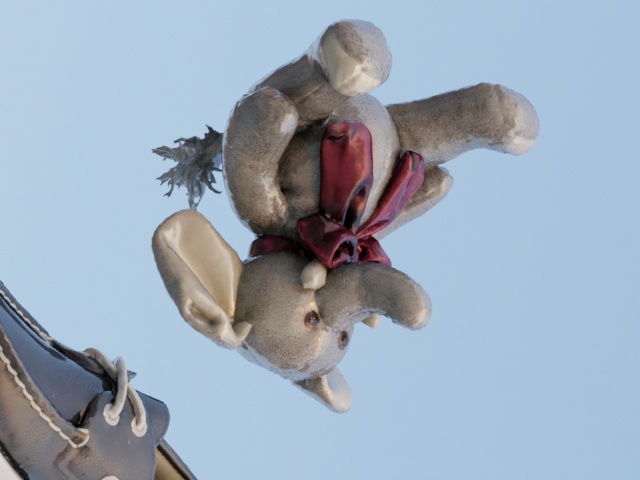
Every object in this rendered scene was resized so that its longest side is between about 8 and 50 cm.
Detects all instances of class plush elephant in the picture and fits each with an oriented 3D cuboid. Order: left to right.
[{"bbox_3d":[0.000,0.000,1.606,0.330,0.272,0.255,-18,-112,30],"label":"plush elephant"}]

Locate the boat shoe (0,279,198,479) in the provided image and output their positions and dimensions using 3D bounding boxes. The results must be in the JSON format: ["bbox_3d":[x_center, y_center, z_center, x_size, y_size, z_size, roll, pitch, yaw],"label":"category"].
[{"bbox_3d":[-0.124,0.110,1.049,0.091,0.302,0.114,-22,-134,3],"label":"boat shoe"}]
